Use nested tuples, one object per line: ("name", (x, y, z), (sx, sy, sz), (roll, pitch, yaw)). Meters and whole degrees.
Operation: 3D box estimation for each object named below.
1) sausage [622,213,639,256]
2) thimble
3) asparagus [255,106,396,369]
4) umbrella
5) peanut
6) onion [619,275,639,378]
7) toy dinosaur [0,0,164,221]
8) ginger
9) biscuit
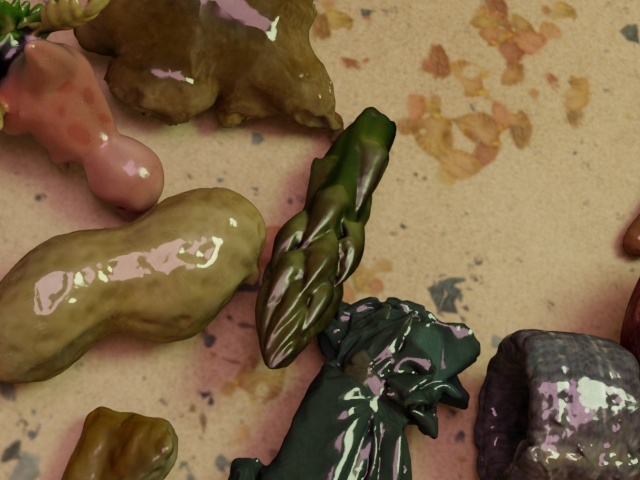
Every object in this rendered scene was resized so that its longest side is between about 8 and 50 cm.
("sausage", (0.340, -0.059, 1.156), (0.043, 0.043, 0.186), (30, 64, 1))
("thimble", (0.190, 0.147, 0.975), (0.097, 0.150, 0.150), (8, 66, -11))
("asparagus", (0.000, 0.000, 1.027), (0.080, 0.080, 0.287), (22, 50, -3))
("umbrella", (0.003, 0.191, 0.942), (0.143, 0.094, 0.349), (16, 57, 21))
("peanut", (-0.162, 0.034, 0.970), (0.263, 0.101, 0.117), (-18, 56, -19))
("onion", (0.319, 0.124, 1.015), (0.227, 0.120, 0.283), (51, 52, -4))
("toy dinosaur", (-0.220, -0.101, 0.991), (0.177, 0.194, 0.152), (30, 53, 25))
("ginger", (-0.084, -0.180, 1.069), (0.219, 0.123, 0.270), (-44, 89, -6))
("biscuit", (-0.135, 0.212, 0.891), (0.174, 0.039, 0.183), (-2, 58, 29))
